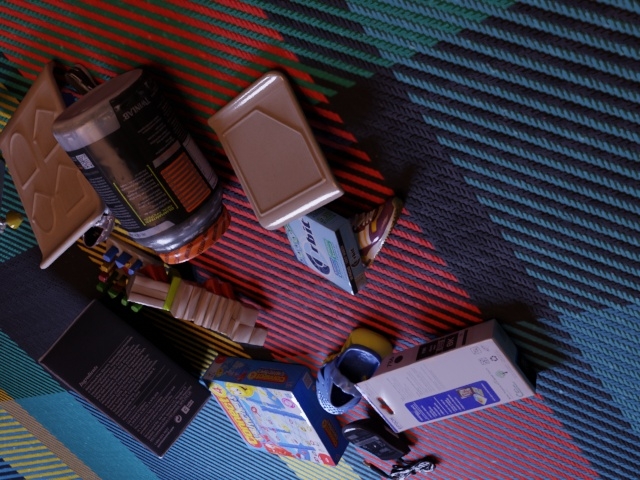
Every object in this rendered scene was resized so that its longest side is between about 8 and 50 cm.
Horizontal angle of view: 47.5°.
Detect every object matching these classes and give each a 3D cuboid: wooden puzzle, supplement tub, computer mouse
[{"bbox_3d":[-0.079,-0.153,1.280,0.221,0.044,0.238,-25,96,47],"label":"wooden puzzle"},{"bbox_3d":[-0.556,-0.150,1.532,0.322,0.081,0.347,-29,78,45],"label":"wooden puzzle"},{"bbox_3d":[-0.324,-0.132,1.376,0.207,0.207,0.338,-6,126,39],"label":"supplement tub"},{"bbox_3d":[0.149,0.522,1.839,0.262,0.060,0.184,32,138,-15],"label":"computer mouse"}]

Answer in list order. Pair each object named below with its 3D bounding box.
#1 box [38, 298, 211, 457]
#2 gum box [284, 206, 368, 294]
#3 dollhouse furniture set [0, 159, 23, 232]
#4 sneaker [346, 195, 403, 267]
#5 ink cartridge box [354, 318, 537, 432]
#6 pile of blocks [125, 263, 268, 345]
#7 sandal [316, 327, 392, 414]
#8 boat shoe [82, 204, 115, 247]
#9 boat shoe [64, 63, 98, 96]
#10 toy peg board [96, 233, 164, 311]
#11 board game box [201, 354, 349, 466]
[{"bbox_3d":[-0.524,0.364,1.954,0.395,0.212,0.293,41,163,-9],"label":"box"},{"bbox_3d":[0.000,0.000,1.364,0.184,0.041,0.156,29,148,44],"label":"gum box"},{"bbox_3d":[-0.767,-0.205,1.665,0.198,0.286,0.303,-15,150,18],"label":"dollhouse furniture set"},{"bbox_3d":[0.084,-0.023,1.313,0.084,0.069,0.185,30,139,5],"label":"sneaker"},{"bbox_3d":[0.246,0.279,1.464,0.333,0.065,0.165,-25,114,32],"label":"ink cartridge box"},{"bbox_3d":[-0.282,0.128,1.718,0.362,0.149,0.112,21,97,2],"label":"pile of blocks"},{"bbox_3d":[0.051,0.321,1.638,0.126,0.138,0.317,27,142,5],"label":"sandal"},{"bbox_3d":[-0.515,-0.055,1.696,0.073,0.073,0.207,32,140,5],"label":"boat shoe"},{"bbox_3d":[-0.452,-0.290,1.437,0.046,0.038,0.125,-16,120,44],"label":"boat shoe"},{"bbox_3d":[-0.485,0.093,1.821,0.161,0.079,0.160,28,141,7],"label":"toy peg board"},{"bbox_3d":[-0.118,0.449,1.923,0.302,0.086,0.308,-1,130,35],"label":"board game box"}]
